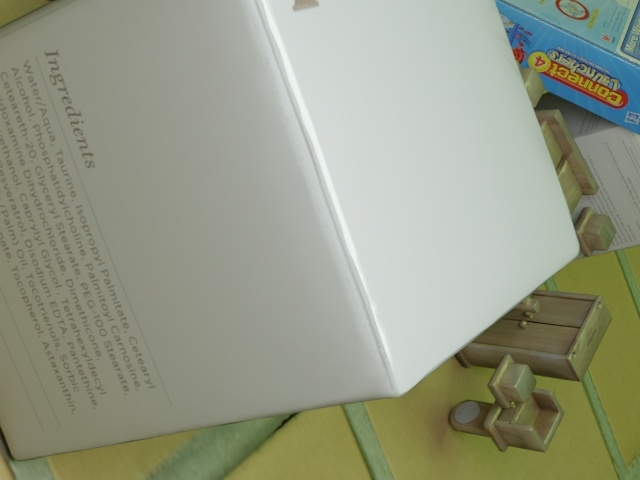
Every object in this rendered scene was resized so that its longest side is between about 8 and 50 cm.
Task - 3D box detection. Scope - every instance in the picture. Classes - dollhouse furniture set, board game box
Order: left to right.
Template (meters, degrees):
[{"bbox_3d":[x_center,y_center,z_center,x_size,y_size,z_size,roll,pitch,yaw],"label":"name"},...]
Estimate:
[{"bbox_3d":[0.186,0.022,1.462,0.303,0.174,0.355,-57,131,-29],"label":"dollhouse furniture set"},{"bbox_3d":[0.304,-0.305,1.537,0.302,0.086,0.308,27,43,5],"label":"board game box"}]

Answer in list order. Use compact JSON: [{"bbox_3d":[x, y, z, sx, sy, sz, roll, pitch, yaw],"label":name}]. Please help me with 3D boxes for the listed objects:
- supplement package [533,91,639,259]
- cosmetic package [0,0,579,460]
[{"bbox_3d":[0.328,-0.091,1.638,0.177,0.293,0.175,58,38,-22],"label":"supplement package"},{"bbox_3d":[-0.071,-0.052,0.997,0.329,0.394,0.327,-27,100,-53],"label":"cosmetic package"}]
